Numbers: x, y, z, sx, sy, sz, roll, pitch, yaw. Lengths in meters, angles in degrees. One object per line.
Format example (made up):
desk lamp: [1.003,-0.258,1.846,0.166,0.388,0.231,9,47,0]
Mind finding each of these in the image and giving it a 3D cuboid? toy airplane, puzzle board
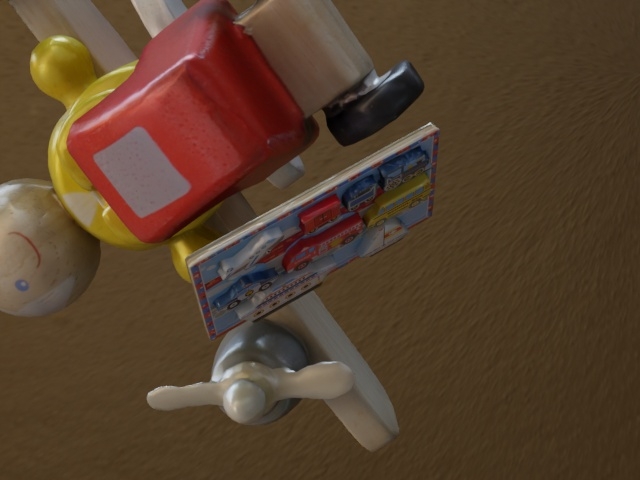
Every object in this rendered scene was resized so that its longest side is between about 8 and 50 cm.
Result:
toy airplane: [-0.115,-0.060,0.995,0.272,0.384,0.386,-40,-125,-7]
puzzle board: [0.000,0.000,0.725,0.128,0.096,0.011,-29,-112,-10]
